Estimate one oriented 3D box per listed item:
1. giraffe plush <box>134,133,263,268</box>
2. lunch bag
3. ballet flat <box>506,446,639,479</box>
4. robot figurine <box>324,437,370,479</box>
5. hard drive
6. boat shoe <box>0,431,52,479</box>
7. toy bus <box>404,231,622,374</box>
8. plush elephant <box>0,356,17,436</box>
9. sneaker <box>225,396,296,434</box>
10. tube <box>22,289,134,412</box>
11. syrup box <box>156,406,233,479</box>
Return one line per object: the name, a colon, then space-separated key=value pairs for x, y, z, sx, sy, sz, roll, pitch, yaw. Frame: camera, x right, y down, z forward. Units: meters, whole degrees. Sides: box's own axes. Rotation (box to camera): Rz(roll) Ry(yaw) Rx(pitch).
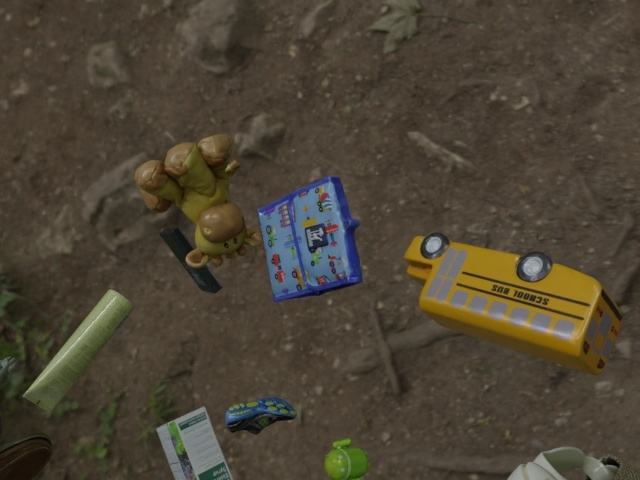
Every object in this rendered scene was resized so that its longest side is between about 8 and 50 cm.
giraffe plush: x=-0.186 y=-0.049 z=1.033 sx=0.181 sy=0.210 sz=0.170 roll=-27 pitch=76 yaw=3
lunch bag: x=0.000 y=0.000 z=1.350 sx=0.293 sy=0.138 sz=0.221 roll=-23 pitch=76 yaw=56
ballet flat: x=0.385 y=0.421 z=0.974 sx=0.164 sy=0.482 sz=0.182 roll=-48 pitch=56 yaw=28
robot figurine: x=0.056 y=0.490 z=1.371 sx=0.067 sy=0.115 sz=0.101 roll=-35 pitch=57 yaw=38
hard drive: x=-0.236 y=0.035 z=1.130 sx=0.135 sy=0.022 sz=0.094 roll=56 pitch=159 yaw=-15
boat shoe: x=-0.669 y=0.518 z=1.248 sx=0.104 sy=0.307 sz=0.111 roll=36 pitch=156 yaw=44
toy bus: x=0.270 y=0.085 z=0.949 sx=0.332 sy=0.108 sz=0.130 roll=13 pitch=72 yaw=47
plush elephant: x=-0.735 y=0.342 z=1.122 sx=0.255 sy=0.272 sz=0.330 roll=5 pitch=58 yaw=10
sneaker: x=-0.157 y=0.465 z=1.645 sx=0.067 sy=0.188 sz=0.078 roll=-125 pitch=35 yaw=-58
tube: x=-0.443 y=0.200 z=1.153 sx=0.062 sy=0.070 sz=0.240 roll=-8 pitch=43 yaw=57
syrup box: x=-0.263 y=0.496 z=1.359 sx=0.096 sy=0.093 sz=0.237 roll=-37 pitch=74 yaw=52
